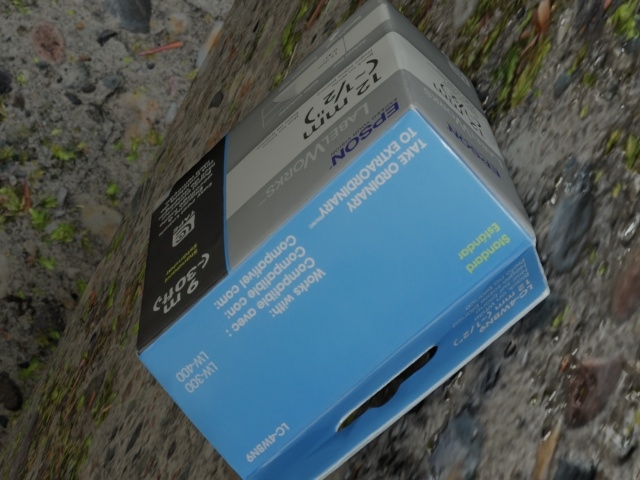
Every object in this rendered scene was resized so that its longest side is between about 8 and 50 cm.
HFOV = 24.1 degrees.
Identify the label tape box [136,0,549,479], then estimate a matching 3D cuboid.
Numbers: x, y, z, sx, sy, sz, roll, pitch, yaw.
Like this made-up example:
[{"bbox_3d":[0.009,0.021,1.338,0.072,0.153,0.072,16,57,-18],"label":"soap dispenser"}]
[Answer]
[{"bbox_3d":[0.000,0.000,1.003,0.249,0.115,0.347,-41,20,16],"label":"label tape box"}]
